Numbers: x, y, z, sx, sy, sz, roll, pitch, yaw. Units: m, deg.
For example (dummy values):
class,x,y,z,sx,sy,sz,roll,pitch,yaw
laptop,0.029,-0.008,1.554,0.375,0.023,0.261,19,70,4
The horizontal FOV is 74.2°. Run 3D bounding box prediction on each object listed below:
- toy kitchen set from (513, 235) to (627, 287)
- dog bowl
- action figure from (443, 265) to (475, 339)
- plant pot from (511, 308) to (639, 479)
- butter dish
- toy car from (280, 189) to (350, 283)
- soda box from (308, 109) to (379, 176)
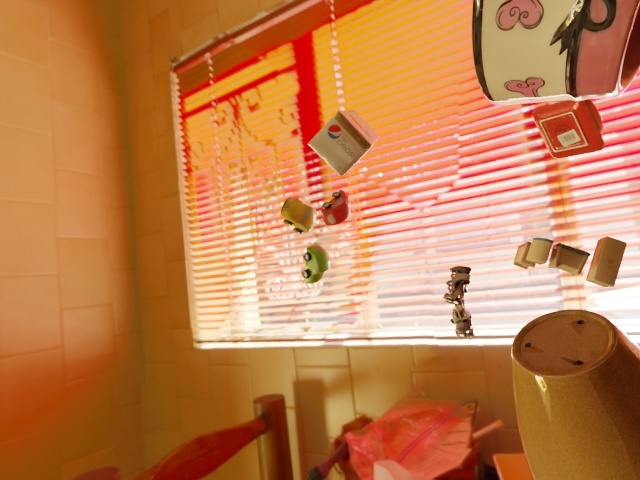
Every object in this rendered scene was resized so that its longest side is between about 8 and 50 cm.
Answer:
class,x,y,z,sx,sy,sz,roll,pitch,yaw
toy kitchen set,0.671,0.039,1.160,0.207,0.122,0.166,21,-6,10
dog bowl,0.344,-0.356,0.502,0.151,0.407,0.408,26,14,33
action figure,0.488,0.226,1.493,0.099,0.185,0.284,-4,39,20
plant pot,0.353,0.224,0.545,0.237,0.254,0.237,-30,17,10
butter dish,0.691,-0.320,1.146,0.118,0.159,0.160,-37,13,-17
toy car,0.000,0.000,1.003,0.053,0.224,0.239,15,18,37
soda box,0.047,-0.171,0.716,0.069,0.074,0.216,-43,5,20
